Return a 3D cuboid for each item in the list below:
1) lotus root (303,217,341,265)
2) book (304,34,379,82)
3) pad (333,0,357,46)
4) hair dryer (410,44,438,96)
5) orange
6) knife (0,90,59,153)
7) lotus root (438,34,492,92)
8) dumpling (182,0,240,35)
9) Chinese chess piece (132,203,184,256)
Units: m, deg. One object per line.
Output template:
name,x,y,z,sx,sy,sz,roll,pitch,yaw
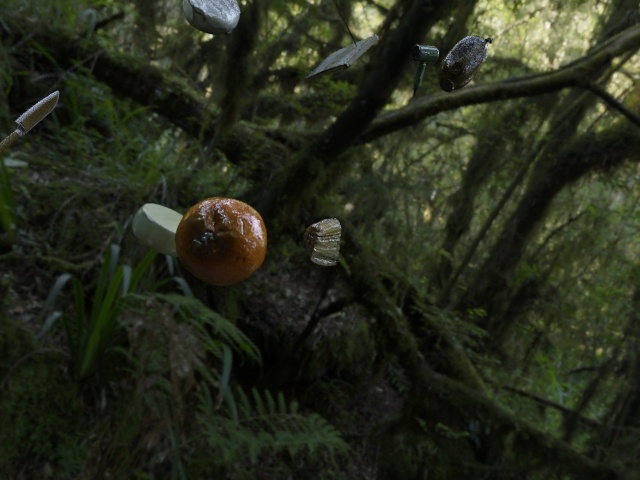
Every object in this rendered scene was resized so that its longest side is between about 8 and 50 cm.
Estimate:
lotus root,0.000,0.001,2.056,0.095,0.159,0.135,20,13,41
book,0.059,-0.566,1.953,0.231,0.157,0.026,1,-45,55
pad,0.049,-0.674,1.809,0.158,0.003,0.235,56,12,-43
hair dryer,0.286,-0.489,1.814,0.071,0.150,0.047,-7,35,-31
orange,-0.240,-0.001,1.510,0.224,0.224,0.170,23,1,11
knife,-0.737,-0.284,1.555,0.022,0.256,0.046,26,-27,23
lotus root,0.498,-0.624,2.203,0.123,0.241,0.124,35,-18,29
dumpling,-0.254,-0.543,1.441,0.176,0.150,0.092,-5,-10,-42
Chinese chess piece,-0.571,-0.037,2.324,0.250,0.101,0.250,29,14,-8
